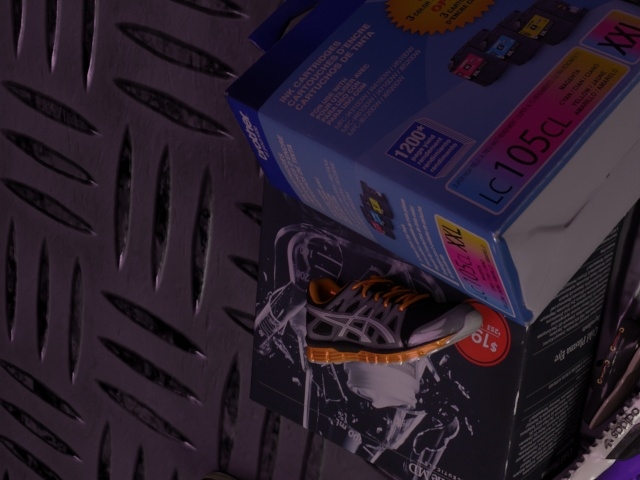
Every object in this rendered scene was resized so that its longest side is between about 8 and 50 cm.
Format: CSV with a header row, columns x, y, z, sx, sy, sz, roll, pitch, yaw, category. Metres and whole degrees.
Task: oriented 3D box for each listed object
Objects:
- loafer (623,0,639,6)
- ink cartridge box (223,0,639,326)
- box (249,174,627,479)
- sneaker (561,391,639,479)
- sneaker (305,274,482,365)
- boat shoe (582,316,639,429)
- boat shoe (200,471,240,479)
x,y,z,sx,sy,sz,roll,pitch,yaw,category
0.229,-0.310,1.076,0.109,0.095,0.302,-41,75,-1,loafer
0.105,-0.131,1.077,0.395,0.270,0.151,30,158,38,ink cartridge box
0.112,0.074,1.239,0.343,0.179,0.312,22,119,34,box
0.324,0.273,1.176,0.146,0.102,0.293,43,129,20,sneaker
0.059,0.073,1.108,0.215,0.084,0.083,-8,94,43,sneaker
0.303,0.138,1.186,0.042,0.049,0.133,40,125,30,boat shoe
-0.102,0.385,1.607,0.224,0.073,0.080,12,113,38,boat shoe
